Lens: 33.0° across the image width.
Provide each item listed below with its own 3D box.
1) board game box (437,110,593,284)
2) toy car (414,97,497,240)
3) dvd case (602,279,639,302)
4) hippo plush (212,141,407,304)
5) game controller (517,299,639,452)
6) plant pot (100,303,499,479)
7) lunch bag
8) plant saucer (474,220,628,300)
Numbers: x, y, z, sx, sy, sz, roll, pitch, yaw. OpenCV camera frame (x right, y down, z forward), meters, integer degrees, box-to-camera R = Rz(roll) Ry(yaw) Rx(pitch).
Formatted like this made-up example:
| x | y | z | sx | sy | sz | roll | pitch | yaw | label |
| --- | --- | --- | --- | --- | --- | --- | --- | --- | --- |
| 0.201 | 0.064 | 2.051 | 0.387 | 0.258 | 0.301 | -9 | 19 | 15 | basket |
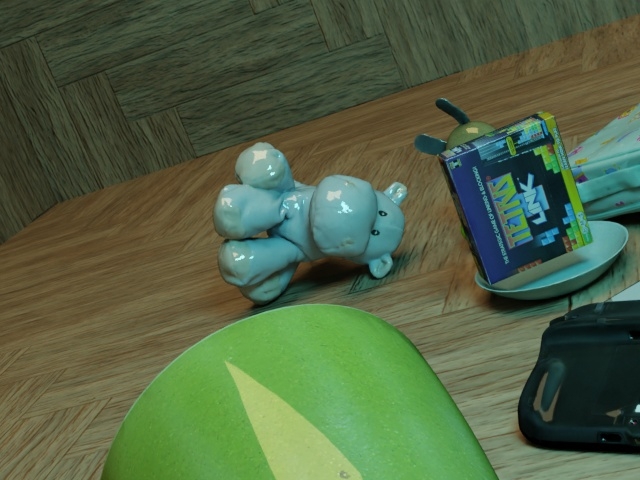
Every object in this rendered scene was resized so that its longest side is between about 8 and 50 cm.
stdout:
| x | y | z | sx | sy | sz | roll | pitch | yaw | label |
| --- | --- | --- | --- | --- | --- | --- | --- | --- | --- |
| 0.236 | -0.051 | 1.303 | 0.141 | 0.170 | 0.048 | -23 | 17 | -3 | board game box |
| 0.222 | -0.118 | 1.555 | 0.149 | 0.188 | 0.155 | -38 | -17 | -46 | toy car |
| 0.410 | 0.066 | 1.094 | 0.180 | 0.022 | 0.253 | -27 | 17 | -18 | dvd case |
| 0.000 | 0.000 | 1.633 | 0.236 | 0.234 | 0.294 | 12 | -10 | 34 | hippo plush |
| 0.324 | 0.117 | 0.949 | 0.319 | 0.067 | 0.166 | -7 | 46 | 43 | game controller |
| 0.030 | 0.226 | 0.688 | 0.275 | 0.275 | 0.293 | -26 | 32 | -15 | plant pot |
| 0.453 | -0.117 | 1.431 | 0.224 | 0.108 | 0.279 | -38 | 9 | -26 | lunch bag |
| 0.289 | 0.033 | 1.339 | 0.195 | 0.037 | 0.195 | -19 | 15 | 5 | plant saucer |
